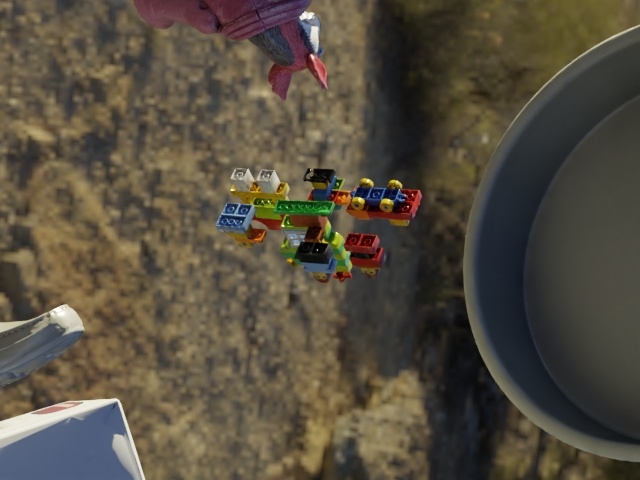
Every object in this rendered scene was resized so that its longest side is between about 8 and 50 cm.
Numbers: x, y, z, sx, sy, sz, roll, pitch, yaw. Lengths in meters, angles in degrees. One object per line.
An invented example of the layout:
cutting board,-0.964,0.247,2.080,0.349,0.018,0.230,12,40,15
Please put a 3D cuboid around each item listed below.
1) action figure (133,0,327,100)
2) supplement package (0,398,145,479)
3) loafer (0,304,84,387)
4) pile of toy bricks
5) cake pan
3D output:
action figure,-0.078,-0.299,1.346,0.370,0.248,0.276,62,5,-6
supplement package,-0.215,0.219,0.808,0.145,0.261,0.204,-20,-93,69
loafer,-0.423,0.130,1.712,0.112,0.319,0.112,5,65,-80
pile of toy bricks,0.000,0.000,1.523,0.118,0.212,0.105,-66,147,-33
cake pan,0.227,-0.001,0.950,0.054,0.293,0.293,27,69,-48
